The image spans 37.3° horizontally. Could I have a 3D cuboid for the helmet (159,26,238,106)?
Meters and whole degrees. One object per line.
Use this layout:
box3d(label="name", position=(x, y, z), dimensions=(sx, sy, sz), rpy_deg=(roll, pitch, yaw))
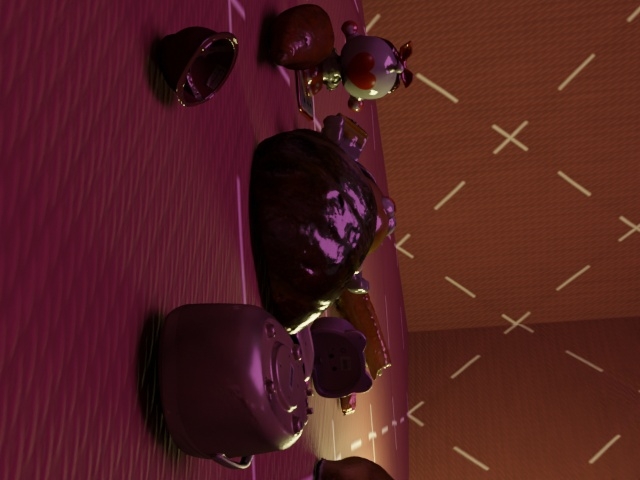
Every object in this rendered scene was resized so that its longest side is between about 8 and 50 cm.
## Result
box3d(label="helmet", position=(-0.135, -0.191, 0.977), dimensions=(0.089, 0.057, 0.111), rpy_deg=(-53, 169, 7))

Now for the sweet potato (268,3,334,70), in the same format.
box3d(label="sweet potato", position=(-0.029, -0.348, 1.616), dimensions=(0.359, 0.112, 0.112), rpy_deg=(-66, 150, -67))

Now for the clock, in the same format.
box3d(label="clock", position=(0.036, 0.209, 1.713), dimensions=(0.050, 0.110, 0.152), rpy_deg=(-76, 159, -61))

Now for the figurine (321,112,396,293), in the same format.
box3d(label="figurine", position=(0.044, -0.071, 1.706), dimensions=(0.342, 0.167, 0.285), rpy_deg=(57, 14, -26))

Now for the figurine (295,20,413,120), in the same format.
box3d(label="figurine", position=(0.072, -0.346, 1.878), dimensions=(0.160, 0.226, 0.183), rpy_deg=(7, 79, -80))

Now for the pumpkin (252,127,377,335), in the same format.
box3d(label="pumpkin", position=(0.000, 0.000, 1.388), dimensions=(0.148, 0.169, 0.312), rpy_deg=(-75, 158, -73))

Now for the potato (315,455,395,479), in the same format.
box3d(label="potato", position=(0.102, 0.519, 1.714), dimensions=(0.246, 0.196, 0.299), rpy_deg=(-82, 163, -61))

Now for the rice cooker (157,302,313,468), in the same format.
box3d(label="rice cooker", position=(-0.084, 0.138, 0.915), dimensions=(0.206, 0.127, 0.145), rpy_deg=(55, 31, -57))

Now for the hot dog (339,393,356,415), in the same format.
box3d(label="hot dog", position=(0.056, 0.313, 2.044), dimensions=(0.056, 0.041, 0.133), rpy_deg=(51, 40, -61))

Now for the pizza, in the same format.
box3d(label="pizza", position=(0.088, 0.214, 2.117), dimensions=(0.287, 0.075, 0.279), rpy_deg=(85, -12, -60))

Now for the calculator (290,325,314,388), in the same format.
box3d(label="calculator", position=(-0.032, 0.173, 1.574), dimensions=(0.103, 0.024, 0.165), rpy_deg=(-79, 161, -62))
